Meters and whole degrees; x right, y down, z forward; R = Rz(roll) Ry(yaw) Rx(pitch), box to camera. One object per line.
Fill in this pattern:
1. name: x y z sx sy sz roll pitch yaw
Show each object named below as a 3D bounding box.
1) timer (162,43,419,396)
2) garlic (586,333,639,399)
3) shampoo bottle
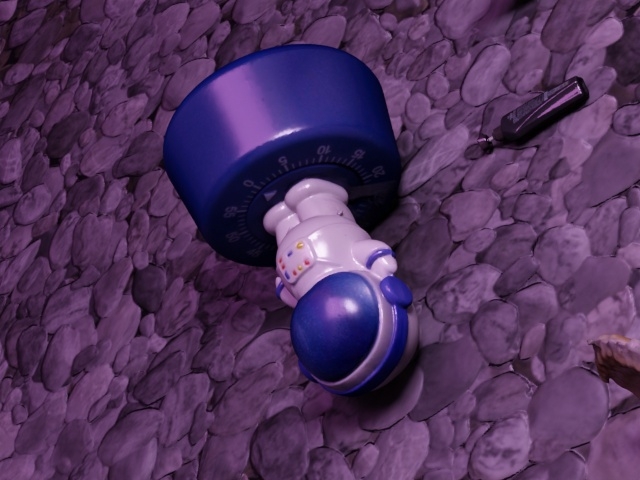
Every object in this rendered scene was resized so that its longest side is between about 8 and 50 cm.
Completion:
1. timer: 0.000 0.000 1.889 0.270 0.270 0.383 -37 52 19
2. garlic: 0.384 0.063 1.458 0.292 0.237 0.210 -39 76 5
3. shampoo bottle: 0.236 -0.139 1.903 0.137 0.027 0.048 -30 28 26
